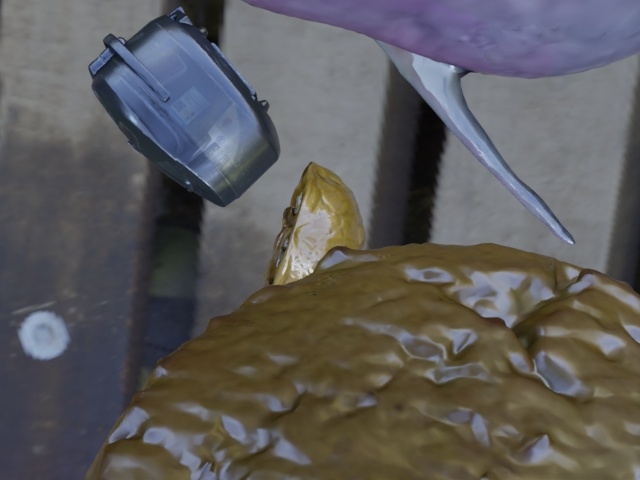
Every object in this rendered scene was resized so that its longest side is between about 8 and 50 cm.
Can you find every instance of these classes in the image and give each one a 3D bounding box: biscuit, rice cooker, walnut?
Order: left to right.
[{"bbox_3d":[-0.107,-0.105,1.385,0.106,0.112,0.165,-36,82,-6],"label":"rice cooker"},{"bbox_3d":[0.000,0.000,1.101,0.052,0.121,0.091,20,98,-5],"label":"walnut"},{"bbox_3d":[0.058,0.104,0.571,0.296,0.296,0.075,23,138,14],"label":"biscuit"}]

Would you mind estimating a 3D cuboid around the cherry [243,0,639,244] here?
[{"bbox_3d":[0.033,-0.140,0.413,0.213,0.183,0.266,10,111,-27],"label":"cherry"}]
